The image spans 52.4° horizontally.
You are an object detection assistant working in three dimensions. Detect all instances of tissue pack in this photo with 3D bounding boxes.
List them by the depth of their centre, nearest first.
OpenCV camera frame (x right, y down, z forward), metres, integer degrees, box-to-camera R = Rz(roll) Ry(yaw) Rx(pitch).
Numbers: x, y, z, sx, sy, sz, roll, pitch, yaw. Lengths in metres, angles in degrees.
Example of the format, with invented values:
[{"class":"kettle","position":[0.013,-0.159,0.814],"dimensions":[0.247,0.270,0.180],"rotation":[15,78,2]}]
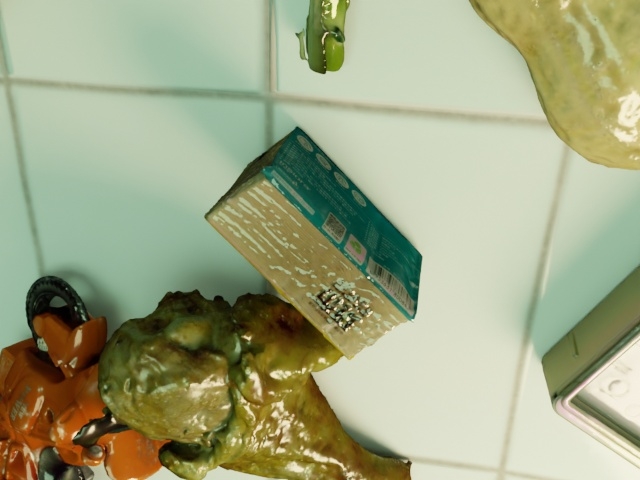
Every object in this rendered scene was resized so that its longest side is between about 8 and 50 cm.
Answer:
[{"class":"tissue pack","position":[0.000,0.000,0.542],"dimensions":[0.082,0.120,0.169],"rotation":[-40,103,25]}]

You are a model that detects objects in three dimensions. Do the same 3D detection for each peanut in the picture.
[{"class":"peanut","position":[0.172,-0.158,0.440],"dimensions":[0.123,0.123,0.257],"rotation":[-24,115,21]}]

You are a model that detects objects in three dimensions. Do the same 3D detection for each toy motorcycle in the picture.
[{"class":"toy motorcycle","position":[-0.268,0.211,0.694],"dimensions":[0.221,0.147,0.326],"rotation":[36,116,19]}]

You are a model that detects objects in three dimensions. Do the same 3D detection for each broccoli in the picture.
[{"class":"broccoli","position":[0.016,-0.218,0.460],"dimensions":[0.122,0.118,0.204],"rotation":[2,134,-15]}]

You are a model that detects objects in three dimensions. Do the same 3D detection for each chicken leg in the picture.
[{"class":"chicken leg","position":[-0.034,0.155,0.628],"dimensions":[0.361,0.140,0.211],"rotation":[29,105,-27]}]

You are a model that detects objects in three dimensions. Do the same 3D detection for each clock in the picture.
[{"class":"clock","position":[0.305,0.100,0.552],"dimensions":[0.147,0.071,0.192],"rotation":[34,117,-5]}]
